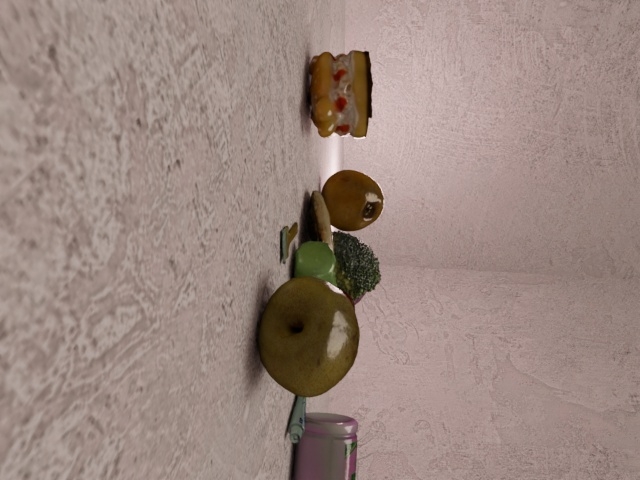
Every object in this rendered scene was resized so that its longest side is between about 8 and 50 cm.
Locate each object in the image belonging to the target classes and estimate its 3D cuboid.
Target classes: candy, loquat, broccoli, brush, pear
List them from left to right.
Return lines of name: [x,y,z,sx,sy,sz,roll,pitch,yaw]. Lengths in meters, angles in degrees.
brush: [-0.077,-0.011,1.051,0.218,0.010,0.082,-72,164,-73]
pear: [-0.018,0.190,0.813,0.211,0.188,0.228,53,36,-56]
candy: [-0.008,0.152,1.220,0.343,0.132,0.142,87,21,-45]
broccoli: [0.079,0.095,1.749,0.249,0.302,0.375,56,4,-46]
loquat: [0.125,-0.171,1.782,0.275,0.275,0.274,3,90,-84]

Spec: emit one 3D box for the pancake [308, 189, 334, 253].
pancake: [-0.002,0.000,1.383,0.356,0.065,0.356,173,-90,-84]

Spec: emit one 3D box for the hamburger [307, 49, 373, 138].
hamburger: [0.054,-0.420,1.247,0.261,0.186,0.302,87,-2,-56]

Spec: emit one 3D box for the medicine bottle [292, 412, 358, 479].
medicine bottle: [0.013,0.755,1.367,0.212,0.212,0.325,73,20,-74]

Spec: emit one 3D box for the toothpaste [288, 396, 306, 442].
toothpaste: [-0.065,0.529,1.308,0.297,0.048,0.074,-77,166,-79]

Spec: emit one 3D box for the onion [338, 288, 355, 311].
onion: [0.042,0.298,1.543,0.161,0.248,0.248,50,-15,24]

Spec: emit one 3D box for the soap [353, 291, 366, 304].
soap: [0.132,0.215,1.972,0.324,0.109,0.193,-44,-154,37]
